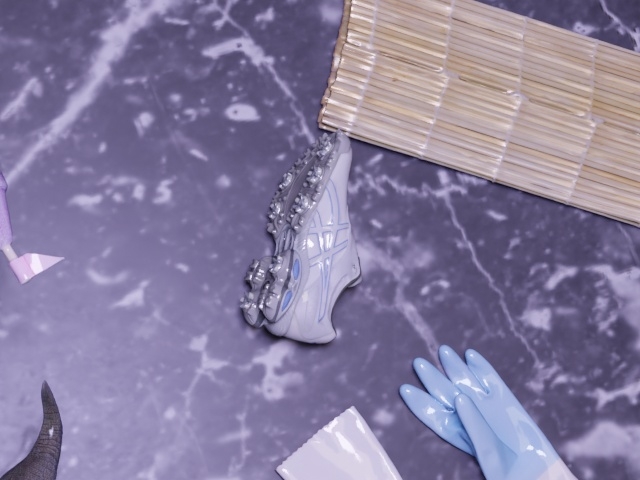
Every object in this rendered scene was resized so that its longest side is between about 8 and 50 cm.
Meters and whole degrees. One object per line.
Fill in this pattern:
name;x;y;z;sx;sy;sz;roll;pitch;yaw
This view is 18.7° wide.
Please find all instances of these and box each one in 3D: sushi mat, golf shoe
sushi mat;0.161;-0.119;1.640;0.317;0.019;0.151;17;72;-9
golf shoe;0.000;0.000;1.562;0.086;0.069;0.176;27;74;-26

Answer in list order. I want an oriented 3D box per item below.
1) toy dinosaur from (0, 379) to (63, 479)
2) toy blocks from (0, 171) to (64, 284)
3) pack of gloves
toy dinosaur;-0.203;0.262;1.376;0.160;0.121;0.313;-5;95;-19
toy blocks;-0.367;-0.033;1.347;0.289;0.309;0.260;-28;78;-17
pack of gloves;0.113;0.208;1.535;0.195;0.046;0.232;-37;87;-19
